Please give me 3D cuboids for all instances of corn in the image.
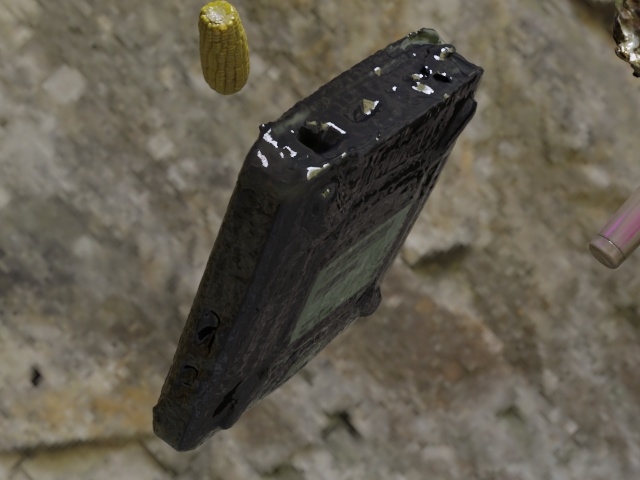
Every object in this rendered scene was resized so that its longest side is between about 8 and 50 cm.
[{"bbox_3d":[-0.129,-0.253,2.011,0.067,0.067,0.206,-42,-16,-14],"label":"corn"}]

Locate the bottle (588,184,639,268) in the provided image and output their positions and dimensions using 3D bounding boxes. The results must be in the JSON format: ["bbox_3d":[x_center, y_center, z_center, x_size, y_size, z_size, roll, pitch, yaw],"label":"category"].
[{"bbox_3d":[0.333,-0.014,1.626,0.096,0.045,0.045,-47,-8,-7],"label":"bottle"}]

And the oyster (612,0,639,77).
[{"bbox_3d":[0.278,-0.148,1.163,0.108,0.166,0.053,-43,-22,-13],"label":"oyster"}]

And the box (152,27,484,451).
[{"bbox_3d":[0.000,0.000,1.367,0.359,0.091,0.350,-36,-25,-49],"label":"box"}]
